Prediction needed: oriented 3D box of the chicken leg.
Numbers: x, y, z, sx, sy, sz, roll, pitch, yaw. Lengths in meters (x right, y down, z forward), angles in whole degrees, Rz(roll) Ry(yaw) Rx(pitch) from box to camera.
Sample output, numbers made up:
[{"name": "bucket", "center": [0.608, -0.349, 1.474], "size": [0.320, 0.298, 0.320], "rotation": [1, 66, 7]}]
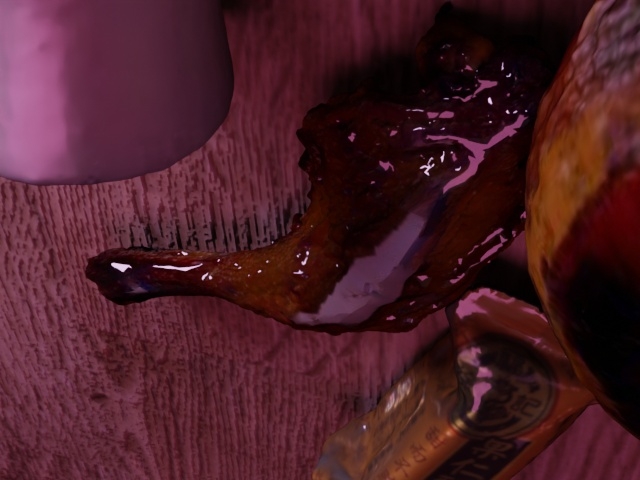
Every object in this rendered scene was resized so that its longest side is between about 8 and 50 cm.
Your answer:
[{"name": "chicken leg", "center": [0.000, 0.000, 0.637], "size": [0.407, 0.096, 0.158], "rotation": [-22, 119, 43]}]

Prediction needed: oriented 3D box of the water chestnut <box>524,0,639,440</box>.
[{"name": "water chestnut", "center": [0.246, 0.008, 0.368], "size": [0.350, 0.302, 0.350], "rotation": [16, 141, 14]}]

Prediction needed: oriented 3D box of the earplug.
[{"name": "earplug", "center": [-0.110, -0.192, 0.433], "size": [0.172, 0.172, 0.301], "rotation": [17, 133, 6]}]

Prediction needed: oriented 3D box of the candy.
[{"name": "candy", "center": [0.100, 0.127, 0.731], "size": [0.143, 0.101, 0.271], "rotation": [25, 135, -14]}]
